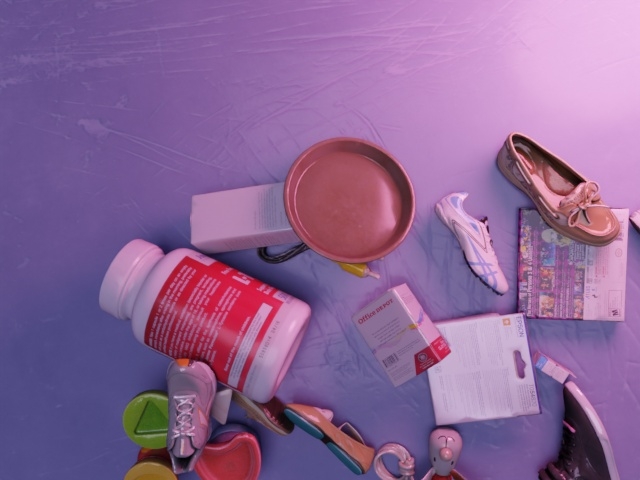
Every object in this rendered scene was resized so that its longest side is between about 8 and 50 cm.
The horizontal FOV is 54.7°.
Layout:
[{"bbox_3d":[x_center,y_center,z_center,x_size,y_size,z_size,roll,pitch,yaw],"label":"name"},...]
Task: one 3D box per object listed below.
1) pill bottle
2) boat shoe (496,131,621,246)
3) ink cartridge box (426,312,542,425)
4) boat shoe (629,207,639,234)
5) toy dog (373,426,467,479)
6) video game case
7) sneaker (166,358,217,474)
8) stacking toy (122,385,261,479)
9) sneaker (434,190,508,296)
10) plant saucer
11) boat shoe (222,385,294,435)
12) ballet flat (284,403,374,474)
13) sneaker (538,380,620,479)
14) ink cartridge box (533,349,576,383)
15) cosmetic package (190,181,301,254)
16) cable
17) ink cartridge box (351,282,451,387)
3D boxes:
[{"bbox_3d":[-0.244,0.157,1.311,0.407,0.229,0.229,25,98,6],"label":"pill bottle"},{"bbox_3d":[0.464,-0.099,1.209,0.285,0.089,0.104,43,85,17],"label":"boat shoe"},{"bbox_3d":[0.336,0.270,1.312,0.223,0.045,0.224,-9,92,13],"label":"ink cartridge box"},{"bbox_3d":[0.714,0.014,1.213,0.081,0.079,0.227,-43,84,15],"label":"boat shoe"},{"bbox_3d":[0.249,0.584,1.298,0.220,0.161,0.334,-19,92,9],"label":"toy dog"},{"bbox_3d":[0.514,0.048,1.269,0.210,0.042,0.232,0,95,9],"label":"video game case"},{"bbox_3d":[-0.257,0.350,1.209,0.099,0.121,0.263,2,123,0],"label":"sneaker"},{"bbox_3d":[-0.289,0.435,1.392,0.308,0.130,0.280,-7,104,0],"label":"stacking toy"},{"bbox_3d":[0.326,0.007,1.275,0.086,0.085,0.237,-32,90,15],"label":"sneaker"},{"bbox_3d":[0.059,-0.082,1.282,0.277,0.041,0.278,3,72,-9],"label":"plant saucer"},{"bbox_3d":[-0.143,0.379,1.404,0.190,0.068,0.072,42,115,11],"label":"boat shoe"},{"bbox_3d":[0.022,0.423,1.375,0.232,0.080,0.073,41,59,0],"label":"ballet flat"},{"bbox_3d":[0.513,0.444,1.270,0.146,0.104,0.296,-19,96,5],"label":"sneaker"},{"bbox_3d":[0.485,0.268,1.289,0.083,0.048,0.028,32,99,6],"label":"ink cartridge box"},{"bbox_3d":[-0.159,-0.047,1.336,0.230,0.085,0.118,-7,68,12],"label":"cosmetic package"},{"bbox_3d":[0.000,0.000,1.336,0.286,0.072,0.140,6,90,9],"label":"cable"},{"bbox_3d":[0.168,0.196,1.294,0.127,0.072,0.175,-39,77,30],"label":"ink cartridge box"}]
